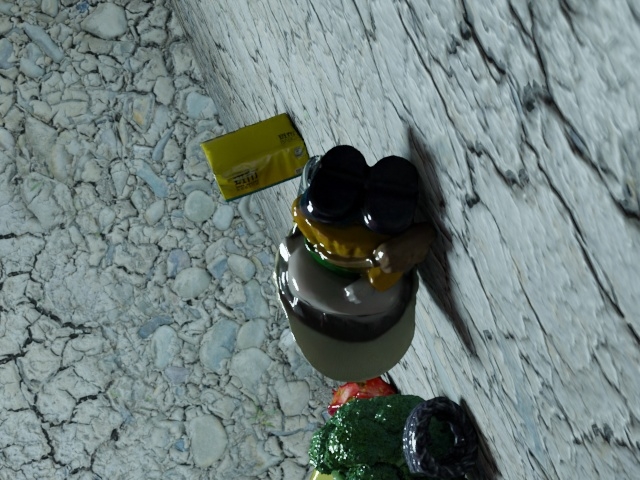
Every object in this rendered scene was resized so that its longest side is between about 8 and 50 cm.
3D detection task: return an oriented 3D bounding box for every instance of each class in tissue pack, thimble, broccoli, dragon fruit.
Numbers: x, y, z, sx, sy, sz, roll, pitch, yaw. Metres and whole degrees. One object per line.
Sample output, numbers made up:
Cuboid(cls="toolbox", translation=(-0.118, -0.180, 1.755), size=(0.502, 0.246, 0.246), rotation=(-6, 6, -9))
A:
Cuboid(cls="tissue pack", translation=(-0.114, -0.148, 2.169), size=(0.120, 0.169, 0.082), rotation=(-118, 11, -52))
Cuboid(cls="thimble", translation=(0.160, 0.261, 1.627), size=(0.066, 0.095, 0.104), rotation=(131, 152, -73))
Cuboid(cls="broccoli", translation=(0.101, 0.352, 1.777), size=(0.270, 0.270, 0.270), rotation=(-143, 75, -79))
Cuboid(cls="dragon fruit", translation=(0.096, 0.286, 2.314), size=(0.153, 0.153, 0.110), rotation=(85, -166, -72))

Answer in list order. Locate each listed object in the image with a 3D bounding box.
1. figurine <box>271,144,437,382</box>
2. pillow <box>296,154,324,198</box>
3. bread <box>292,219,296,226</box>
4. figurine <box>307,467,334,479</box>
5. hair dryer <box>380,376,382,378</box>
Cuboid(cls="figurine", translation=(0.042, 0.001, 1.432), size=(0.332, 0.185, 0.204), rotation=(101, -177, -48))
Cuboid(cls="pillow", translation=(0.010, -0.017, 1.910), size=(0.335, 0.093, 0.161), rotation=(86, 164, -71))
Cuboid(cls="bread", translation=(0.000, 0.000, 2.219), size=(0.187, 0.065, 0.103), rotation=(-171, 60, -85))
Cuboid(cls="figurine", translation=(0.172, 0.503, 2.236), size=(0.361, 0.266, 0.378), rotation=(37, -165, 24))
Cuboid(cls="hair dryer", translation=(0.071, 0.188, 2.396), size=(0.271, 0.091, 0.235), rotation=(53, 161, 14))
